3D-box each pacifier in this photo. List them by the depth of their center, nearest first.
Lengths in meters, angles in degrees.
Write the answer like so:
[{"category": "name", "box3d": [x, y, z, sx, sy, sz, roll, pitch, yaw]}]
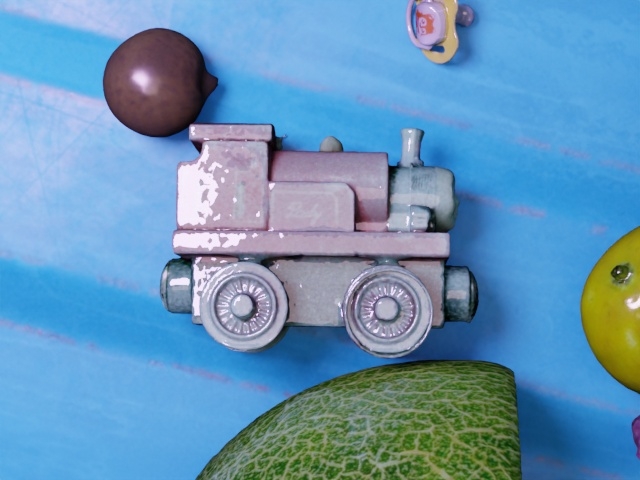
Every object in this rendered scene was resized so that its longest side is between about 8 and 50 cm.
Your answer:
[{"category": "pacifier", "box3d": [0.122, -0.219, 1.331, 0.064, 0.068, 0.083, -16, 112, -33]}]

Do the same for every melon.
[{"category": "melon", "box3d": [0.016, 0.243, 1.229, 0.343, 0.331, 0.226, -5, 123, 6]}]

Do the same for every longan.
[{"category": "longan", "box3d": [-0.155, -0.153, 1.306, 0.113, 0.092, 0.113, 5, 72, -17]}]

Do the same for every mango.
[{"category": "mango", "box3d": [0.382, 0.062, 1.277, 0.273, 0.149, 0.185, -1, 111, -4]}]

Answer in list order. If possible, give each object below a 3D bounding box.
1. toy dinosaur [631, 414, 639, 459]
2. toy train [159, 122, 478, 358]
[{"category": "toy dinosaur", "box3d": [0.357, 0.298, 1.272, 0.072, 0.200, 0.251, -17, 53, 30]}, {"category": "toy train", "box3d": [0.000, 0.000, 1.287, 0.304, 0.150, 0.222, 2, 85, 1]}]
